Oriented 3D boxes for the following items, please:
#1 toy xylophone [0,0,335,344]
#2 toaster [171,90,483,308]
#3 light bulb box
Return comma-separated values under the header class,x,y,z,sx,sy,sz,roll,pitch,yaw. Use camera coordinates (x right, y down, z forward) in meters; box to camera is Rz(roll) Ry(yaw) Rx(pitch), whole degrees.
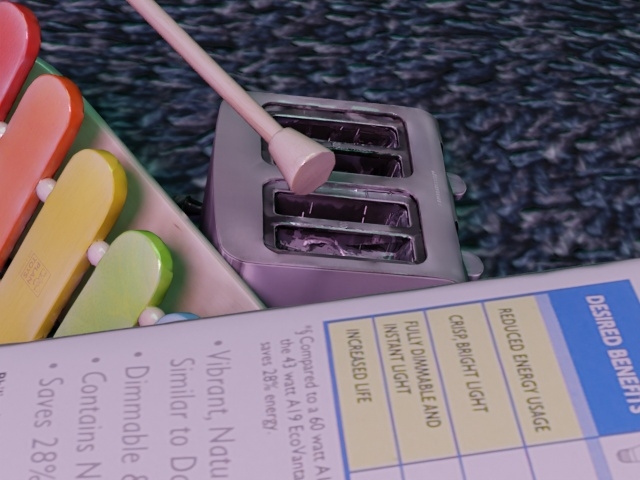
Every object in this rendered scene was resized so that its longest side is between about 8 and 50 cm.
class,x,y,z,sx,sy,sz,roll,pitch,yaw
toy xylophone,-0.129,-0.010,0.699,0.323,0.236,0.081,39,23,29
toaster,0.000,0.000,0.793,0.186,0.110,0.168,5,42,-8
light bulb box,0.017,0.215,0.414,0.361,0.225,0.358,-7,42,-1
